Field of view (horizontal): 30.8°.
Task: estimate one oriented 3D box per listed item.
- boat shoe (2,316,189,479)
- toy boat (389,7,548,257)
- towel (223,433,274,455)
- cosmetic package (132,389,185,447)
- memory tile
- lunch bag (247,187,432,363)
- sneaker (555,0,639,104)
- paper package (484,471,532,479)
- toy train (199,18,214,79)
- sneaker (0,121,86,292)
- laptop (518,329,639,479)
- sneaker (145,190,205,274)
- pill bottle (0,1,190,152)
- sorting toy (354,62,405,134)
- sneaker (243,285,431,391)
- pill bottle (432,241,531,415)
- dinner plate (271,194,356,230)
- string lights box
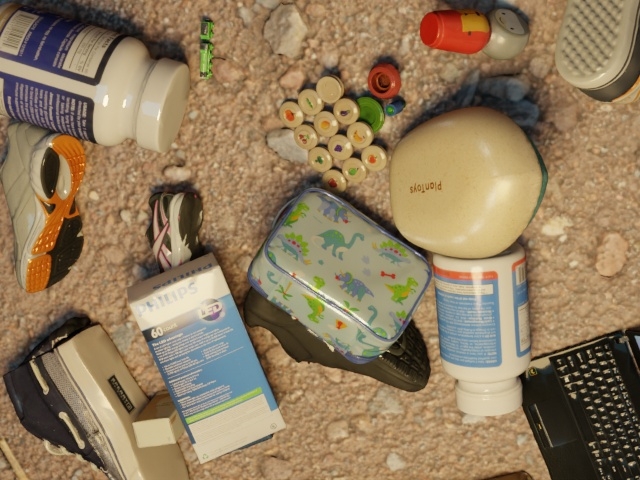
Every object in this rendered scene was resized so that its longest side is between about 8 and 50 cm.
[{"bbox_3d":[-0.332,0.289,1.727,0.158,0.127,0.340,-28,90,23],"label":"boat shoe"},{"bbox_3d":[0.199,-0.136,1.466,0.148,0.267,0.318,-2,94,-30],"label":"toy boat"},{"bbox_3d":[-0.133,0.282,1.723,0.120,0.029,0.067,-21,101,15],"label":"towel"},{"bbox_3d":[-0.224,0.256,1.688,0.060,0.115,0.041,-10,104,13],"label":"cosmetic package"},{"bbox_3d":[0.017,-0.141,1.570,0.113,0.012,0.148,-28,98,34],"label":"memory tile"},{"bbox_3d":[0.030,0.043,1.536,0.219,0.176,0.090,34,141,-2],"label":"lunch bag"},{"bbox_3d":[0.379,-0.320,1.418,0.126,0.127,0.321,16,85,41],"label":"sneaker"},{"bbox_3d":[0.184,0.524,1.655,0.325,0.168,0.309,-17,103,14],"label":"paper package"},{"bbox_3d":[-0.156,-0.259,1.582,0.017,0.023,0.083,6,106,9],"label":"toy train"},{"bbox_3d":[-0.408,-0.052,1.666,0.121,0.099,0.262,31,120,30],"label":"sneaker"},{"bbox_3d":[0.412,0.254,1.552,0.264,0.136,0.234,-20,100,16],"label":"laptop"},{"bbox_3d":[-0.211,0.009,1.654,0.077,0.072,0.178,16,110,30],"label":"sneaker"},{"bbox_3d":[-0.318,-0.213,1.559,0.265,0.153,0.153,18,108,6],"label":"pill bottle"},{"bbox_3d":[0.084,-0.189,1.551,0.061,0.042,0.102,35,122,16],"label":"sorting toy"},{"bbox_3d":[0.022,0.130,1.622,0.286,0.109,0.130,33,129,-2],"label":"sneaker"},{"bbox_3d":[0.219,0.117,1.559,0.124,0.124,0.221,-2,104,12],"label":"pill bottle"},{"bbox_3d":[0.000,0.000,1.626,0.141,0.017,0.141,3,106,9],"label":"dinner plate"},{"bbox_3d":[-0.158,0.164,1.613,0.133,0.077,0.259,-22,108,-6],"label":"string lights box"}]
